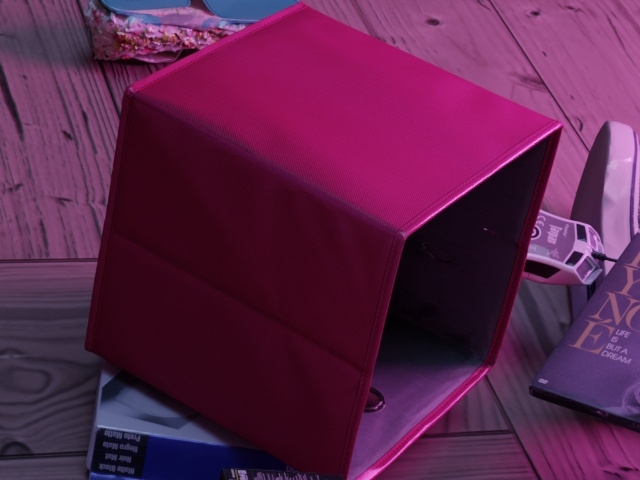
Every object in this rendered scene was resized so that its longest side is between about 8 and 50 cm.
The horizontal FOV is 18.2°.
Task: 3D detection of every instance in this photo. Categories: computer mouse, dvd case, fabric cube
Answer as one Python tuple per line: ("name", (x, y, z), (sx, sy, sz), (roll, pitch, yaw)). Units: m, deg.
("computer mouse", (0.212, 0.013, 1.756), (0.193, 0.042, 0.106), (18, 51, 7))
("dvd case", (0.296, 0.075, 1.649), (0.164, 0.018, 0.221), (18, 49, 29))
("fabric cube", (0.000, 0.000, 1.594), (0.258, 0.259, 0.254), (27, 35, 22))

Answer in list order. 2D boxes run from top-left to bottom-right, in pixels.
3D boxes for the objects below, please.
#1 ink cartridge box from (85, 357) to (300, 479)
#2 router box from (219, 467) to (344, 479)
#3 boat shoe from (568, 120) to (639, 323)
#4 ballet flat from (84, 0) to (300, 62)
("ink cartridge box", (-0.074, 0.150, 1.622), (0.223, 0.045, 0.224), (8, 36, -8))
("router box", (-0.036, 0.226, 1.465), (0.092, 0.122, 0.038), (5, 32, -14))
("boat shoe", (0.324, 0.028, 1.876), (0.158, 0.127, 0.340), (15, 44, -6))
("ballet flat", (-0.135, -0.223, 2.090), (0.241, 0.077, 0.091), (0, 39, -23))
